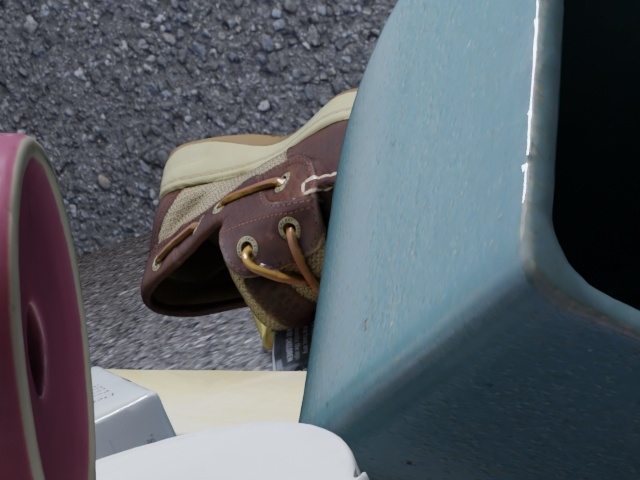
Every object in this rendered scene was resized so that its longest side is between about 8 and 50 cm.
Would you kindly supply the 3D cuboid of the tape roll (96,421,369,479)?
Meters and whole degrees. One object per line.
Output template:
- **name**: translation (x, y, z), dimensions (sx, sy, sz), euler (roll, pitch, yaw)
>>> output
- **tape roll**: translation (-0.072, 0.185, 0.467), dimensions (0.246, 0.169, 0.246), euler (-21, 8, 3)

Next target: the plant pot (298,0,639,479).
- **plant pot**: translation (0.117, 0.016, 0.629), dimensions (0.252, 0.248, 0.247), euler (-42, 31, 48)

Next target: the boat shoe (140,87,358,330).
- **boat shoe**: translation (0.000, 0.000, 0.872), dimensions (0.342, 0.123, 0.123), euler (-4, 56, 50)

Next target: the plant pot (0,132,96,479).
- **plant pot**: translation (-0.165, 0.043, 0.436), dimensions (0.180, 0.201, 0.201), euler (-6, 8, -2)

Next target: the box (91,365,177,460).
- **box**: translation (-0.130, 0.174, 0.639), dimensions (0.182, 0.181, 0.119), euler (-24, 9, -18)

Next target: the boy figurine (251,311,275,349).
- **boy figurine**: translation (0.045, 0.023, 1.387), dimensions (0.285, 0.092, 0.177), euler (-21, -29, 25)

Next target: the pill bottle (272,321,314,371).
- **pill bottle**: translation (0.105, 0.066, 0.912), dimensions (0.246, 0.130, 0.130), euler (-19, 9, 20)

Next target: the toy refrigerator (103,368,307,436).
- **toy refrigerator**: translation (-0.049, 0.131, 0.814), dimensions (0.269, 0.102, 0.094), euler (-3, 17, 33)
